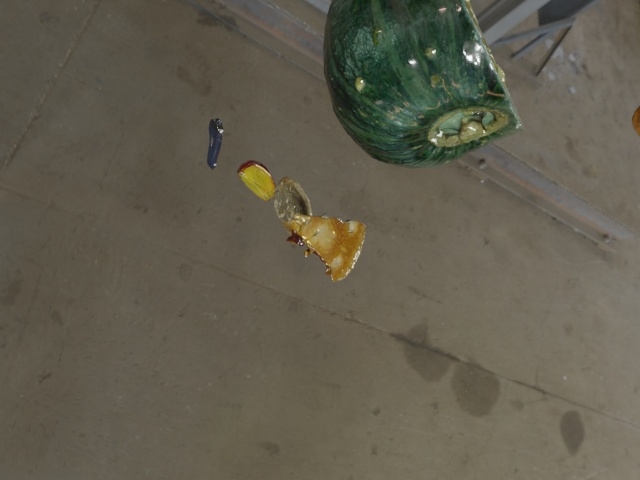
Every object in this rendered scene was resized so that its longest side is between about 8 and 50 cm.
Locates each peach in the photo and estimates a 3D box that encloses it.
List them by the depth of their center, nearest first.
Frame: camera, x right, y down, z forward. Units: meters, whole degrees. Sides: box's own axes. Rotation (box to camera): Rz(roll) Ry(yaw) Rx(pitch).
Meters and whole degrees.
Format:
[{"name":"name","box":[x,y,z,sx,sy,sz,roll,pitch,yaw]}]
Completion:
[{"name":"peach","box":[-0.228,-0.230,1.907,0.172,0.127,0.092,40,76,10]}]

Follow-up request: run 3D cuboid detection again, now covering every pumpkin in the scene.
[{"name":"pumpkin","box":[0.107,-0.216,0.628,0.293,0.197,0.263,10,62,-62]}]

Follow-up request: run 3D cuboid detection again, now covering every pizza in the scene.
[{"name":"pizza","box":[0.000,-0.001,1.155,0.194,0.069,0.154,28,78,-12]}]

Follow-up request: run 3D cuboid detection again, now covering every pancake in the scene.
[{"name":"pancake","box":[-0.069,-0.082,1.246,0.025,0.152,0.151,-21,87,-32]}]

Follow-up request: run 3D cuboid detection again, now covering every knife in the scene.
[{"name":"knife","box":[-0.211,-0.187,1.010,0.031,0.121,0.018,41,45,19]}]

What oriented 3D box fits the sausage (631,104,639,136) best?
[{"name":"sausage","box":[0.649,-0.254,0.854,0.098,0.238,0.098,43,21,-21]}]
